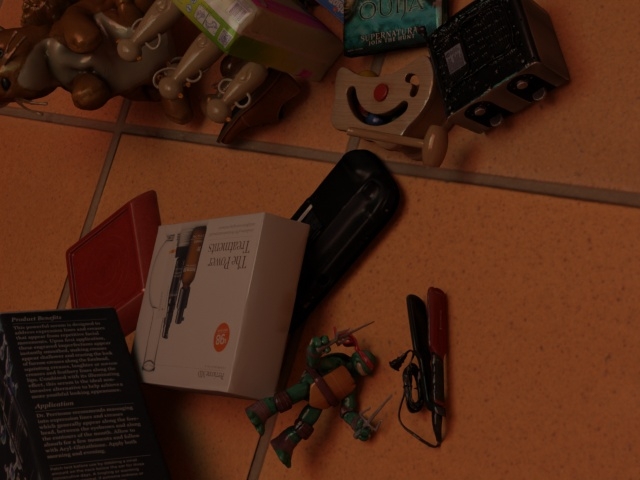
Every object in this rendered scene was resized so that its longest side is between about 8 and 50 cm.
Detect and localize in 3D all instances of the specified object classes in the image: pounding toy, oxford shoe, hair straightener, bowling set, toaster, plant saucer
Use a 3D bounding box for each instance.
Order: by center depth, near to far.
[{"bbox_3d":[0.145,0.186,1.738,0.089,0.047,0.230,-19,66,38],"label":"hair straightener"},{"bbox_3d":[0.251,-0.268,1.756,0.168,0.110,0.185,-32,55,31],"label":"toaster"},{"bbox_3d":[0.109,-0.218,1.840,0.270,0.155,0.154,27,98,46],"label":"pounding toy"},{"bbox_3d":[-0.199,-0.284,2.118,0.154,0.200,0.287,-47,64,1],"label":"bowling set"},{"bbox_3d":[-0.112,-0.222,2.119,0.212,0.076,0.076,-38,24,43],"label":"oxford shoe"},{"bbox_3d":[-0.399,0.062,2.297,0.258,0.048,0.259,-34,54,30],"label":"plant saucer"}]

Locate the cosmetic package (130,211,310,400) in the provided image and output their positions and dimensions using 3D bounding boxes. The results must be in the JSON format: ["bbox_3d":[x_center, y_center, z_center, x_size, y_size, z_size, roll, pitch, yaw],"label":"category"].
[{"bbox_3d":[-0.178,0.110,1.978,0.377,0.097,0.284,-6,72,57],"label":"cosmetic package"}]

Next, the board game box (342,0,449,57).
[{"bbox_3d":[0.120,-0.370,1.944,0.186,0.026,0.126,-4,84,34],"label":"board game box"}]

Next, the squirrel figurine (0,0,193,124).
[{"bbox_3d":[-0.470,-0.375,2.293,0.371,0.281,0.397,-16,36,-4],"label":"squirrel figurine"}]

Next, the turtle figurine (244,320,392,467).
[{"bbox_3d":[0.012,0.226,1.792,0.234,0.175,0.118,-36,7,-1],"label":"turtle figurine"}]

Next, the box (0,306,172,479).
[{"bbox_3d":[-0.428,0.353,2.030,0.395,0.212,0.293,63,142,39],"label":"box"}]

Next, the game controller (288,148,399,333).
[{"bbox_3d":[0.000,0.000,1.941,0.319,0.067,0.166,-50,33,17],"label":"game controller"}]

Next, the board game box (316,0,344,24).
[{"bbox_3d":[0.036,-0.464,2.039,0.281,0.027,0.145,45,106,24],"label":"board game box"}]

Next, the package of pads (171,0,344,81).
[{"bbox_3d":[-0.120,-0.382,1.983,0.229,0.296,0.101,45,108,23],"label":"package of pads"}]

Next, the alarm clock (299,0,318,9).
[{"bbox_3d":[-0.004,-0.502,2.130,0.192,0.064,0.129,-51,46,12],"label":"alarm clock"}]
